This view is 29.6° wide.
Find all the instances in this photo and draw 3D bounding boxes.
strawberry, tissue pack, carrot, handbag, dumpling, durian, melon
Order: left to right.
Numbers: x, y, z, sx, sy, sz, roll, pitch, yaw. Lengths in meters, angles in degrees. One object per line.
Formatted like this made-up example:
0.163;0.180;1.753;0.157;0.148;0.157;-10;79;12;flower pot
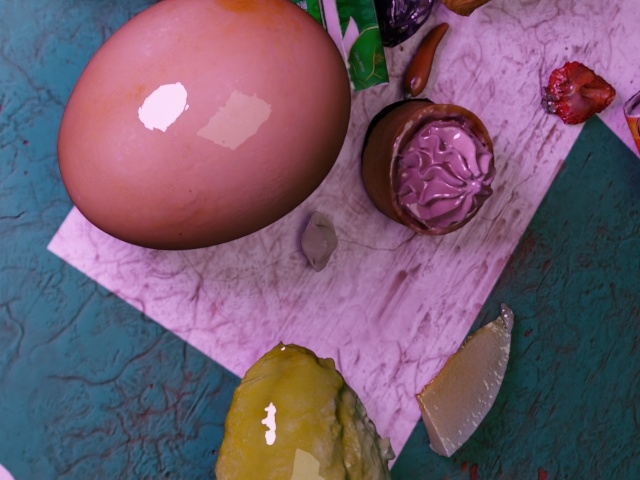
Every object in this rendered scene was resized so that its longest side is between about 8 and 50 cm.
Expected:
-0.032;0.313;1.668;0.255;0.204;0.340;-37;105;-38;durian
-0.002;0.000;1.729;0.052;0.057;0.076;-33;88;14;dumpling
0.013;-0.305;1.636;0.156;0.148;0.209;-20;105;-35;tissue pack
0.118;-0.333;1.701;0.072;0.139;0.115;7;91;-33;handbag
0.155;-0.268;1.795;0.035;0.035;0.142;33;74;-30;carrot
0.230;0.210;1.901;0.114;0.053;0.262;37;72;-10;melon
0.421;-0.237;1.951;0.152;0.048;0.104;-3;101;-28;strawberry

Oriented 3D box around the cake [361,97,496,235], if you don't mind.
0.174;-0.111;1.743;0.185;0.178;0.208;11;87;-31;cake

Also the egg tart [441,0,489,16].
0.231;-0.434;1.721;0.215;0.170;0.215;26;60;-56;egg tart

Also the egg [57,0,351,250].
-0.141;-0.147;1.472;0.373;0.301;0.301;-26;108;-20;egg

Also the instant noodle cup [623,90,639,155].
0.608;-0.178;1.991;0.213;0.213;0.174;-38;105;-22;instant noodle cup
